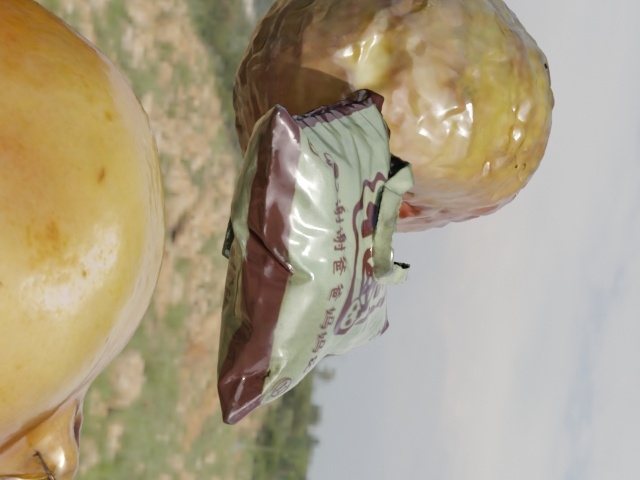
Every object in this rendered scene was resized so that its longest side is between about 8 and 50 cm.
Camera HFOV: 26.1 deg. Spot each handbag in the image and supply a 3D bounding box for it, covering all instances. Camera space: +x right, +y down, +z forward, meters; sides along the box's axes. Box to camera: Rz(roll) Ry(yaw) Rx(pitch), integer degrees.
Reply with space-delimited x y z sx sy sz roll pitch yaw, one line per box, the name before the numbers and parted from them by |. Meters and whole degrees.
handbag | 0.000 0.000 0.981 0.235 0.127 0.213 -22 118 -64

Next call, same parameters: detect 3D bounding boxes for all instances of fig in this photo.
fig | 0.072 -0.197 1.236 0.286 0.286 0.369 96 1 -83

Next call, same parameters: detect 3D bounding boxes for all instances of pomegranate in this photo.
pomegranate | -0.161 0.000 0.507 0.209 0.209 0.209 6 90 -90
